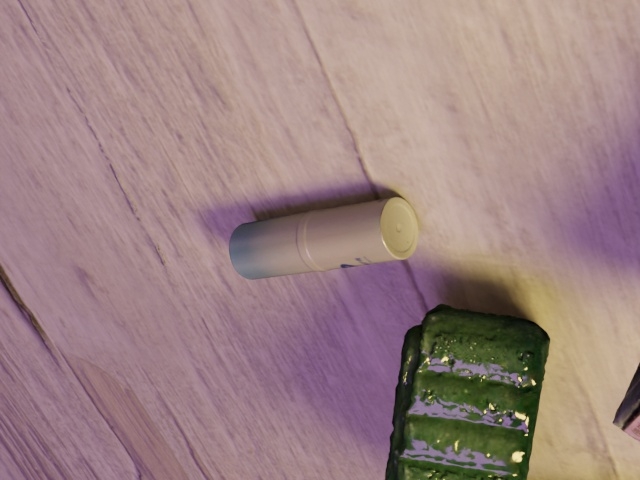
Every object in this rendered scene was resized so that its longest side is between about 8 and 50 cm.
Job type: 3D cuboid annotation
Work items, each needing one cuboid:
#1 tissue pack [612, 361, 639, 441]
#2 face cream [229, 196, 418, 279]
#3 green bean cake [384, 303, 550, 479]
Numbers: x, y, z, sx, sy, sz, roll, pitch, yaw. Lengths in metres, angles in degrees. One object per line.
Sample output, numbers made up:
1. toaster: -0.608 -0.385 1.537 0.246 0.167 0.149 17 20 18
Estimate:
1. tissue pack: 0.426 0.033 1.253 0.122 0.259 0.361 35 144 4
2. face cream: 0.000 0.000 1.669 0.250 0.077 0.077 -8 126 41
3. green bean cake: 0.175 0.234 1.664 0.169 0.300 0.308 10 179 10
